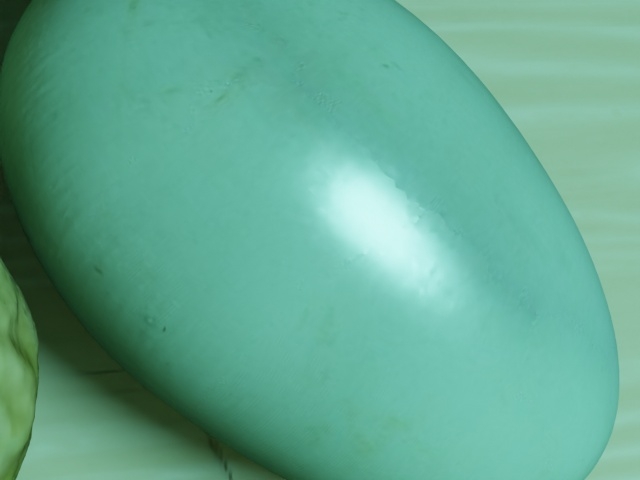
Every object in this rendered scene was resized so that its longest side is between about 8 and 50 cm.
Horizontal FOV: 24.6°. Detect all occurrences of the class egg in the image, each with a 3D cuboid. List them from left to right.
[{"bbox_3d":[0.000,0.000,0.745,0.371,0.230,0.230,43,70,-11],"label":"egg"}]

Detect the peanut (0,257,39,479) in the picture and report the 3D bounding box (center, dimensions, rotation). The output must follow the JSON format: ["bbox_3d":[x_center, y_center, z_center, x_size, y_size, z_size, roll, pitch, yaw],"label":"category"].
[{"bbox_3d":[-0.246,-0.033,0.698,0.192,0.169,0.387,7,56,-58],"label":"peanut"}]
